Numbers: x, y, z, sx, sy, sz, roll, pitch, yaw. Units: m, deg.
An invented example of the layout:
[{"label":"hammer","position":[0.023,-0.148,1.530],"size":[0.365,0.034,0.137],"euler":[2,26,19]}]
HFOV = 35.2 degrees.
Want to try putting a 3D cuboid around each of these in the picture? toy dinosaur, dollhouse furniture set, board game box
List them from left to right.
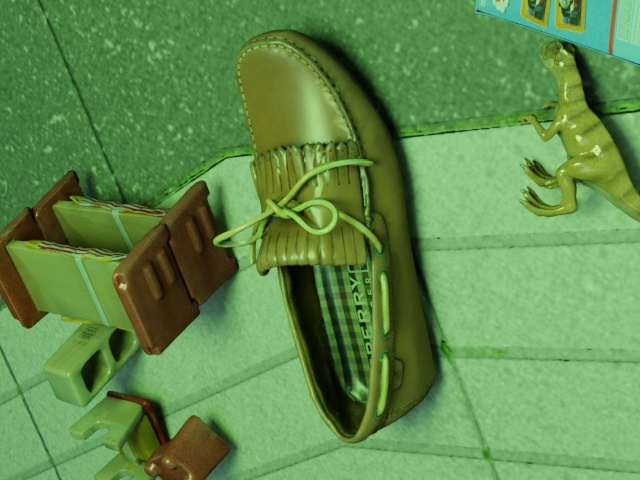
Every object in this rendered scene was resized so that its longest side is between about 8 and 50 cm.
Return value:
[{"label":"dollhouse furniture set","position":[-0.191,0.119,1.120],"size":[0.201,0.152,0.374],"euler":[8,131,30]},{"label":"board game box","position":[0.185,-0.220,0.701],"size":[0.211,0.039,0.160],"euler":[40,135,55]},{"label":"toy dinosaur","position":[0.218,-0.057,0.799],"size":[0.112,0.064,0.211],"euler":[-34,89,37]}]

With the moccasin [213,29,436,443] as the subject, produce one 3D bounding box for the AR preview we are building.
[{"label":"moccasin","position":[-0.003,0.000,0.916],"size":[0.139,0.147,0.380],"euler":[1,110,34]}]
